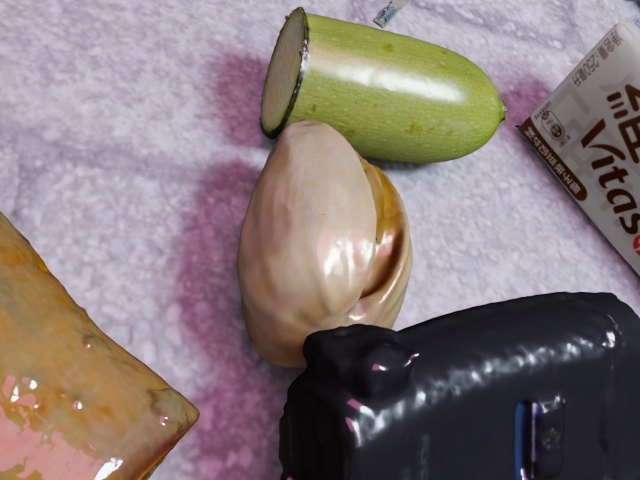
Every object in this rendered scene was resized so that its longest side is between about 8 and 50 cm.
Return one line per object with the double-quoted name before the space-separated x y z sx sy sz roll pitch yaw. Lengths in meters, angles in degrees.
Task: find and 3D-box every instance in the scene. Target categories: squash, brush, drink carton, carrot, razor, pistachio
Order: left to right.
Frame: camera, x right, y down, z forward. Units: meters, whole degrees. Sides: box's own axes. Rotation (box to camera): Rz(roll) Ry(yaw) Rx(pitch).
"carrot" -0.256 0.072 0.422 0.340 0.224 0.224 40 55 1
"pistachio" 0.000 0.000 0.623 0.157 0.157 0.230 12 54 -15
"squash" 0.073 -0.144 0.740 0.246 0.132 0.133 10 58 -17
"brush" 0.093 -0.295 0.907 0.016 0.013 0.084 35 53 3
"razor" 0.127 0.143 0.570 0.326 0.107 0.189 -4 96 -29
"drink carton" 0.394 -0.077 0.788 0.132 0.194 0.325 -26 74 -30
